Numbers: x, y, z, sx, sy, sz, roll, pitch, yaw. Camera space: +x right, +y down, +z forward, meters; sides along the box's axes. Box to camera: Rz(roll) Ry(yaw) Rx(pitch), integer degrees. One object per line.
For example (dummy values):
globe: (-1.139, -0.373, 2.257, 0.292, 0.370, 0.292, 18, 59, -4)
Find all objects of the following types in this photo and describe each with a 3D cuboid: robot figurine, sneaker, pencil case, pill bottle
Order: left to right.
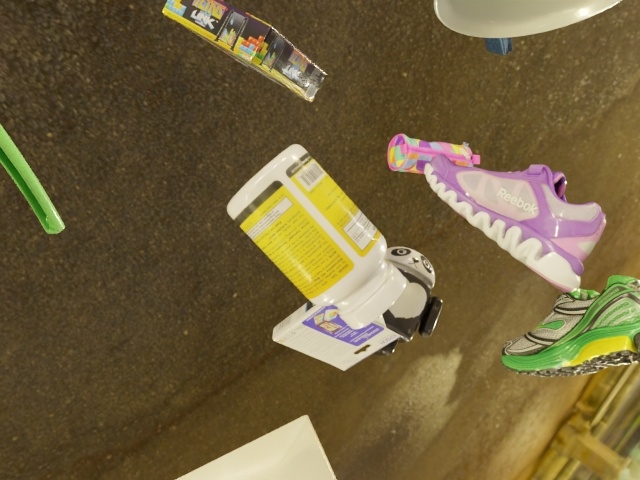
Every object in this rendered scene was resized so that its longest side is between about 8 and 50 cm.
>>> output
pill bottle: (0.000, 0.000, 0.979, 0.188, 0.334, 0.188, -42, -174, 5)
robot figurine: (0.182, 0.150, 1.315, 0.209, 0.174, 0.278, 43, 67, -41)
pencil case: (0.292, -0.217, 1.359, 0.237, 0.104, 0.104, 1, 119, -25)
sneaker: (0.223, -0.047, 0.600, 0.095, 0.236, 0.104, 21, 109, -47)
sneaker: (0.463, 0.166, 0.948, 0.134, 0.146, 0.343, 8, 153, -23)

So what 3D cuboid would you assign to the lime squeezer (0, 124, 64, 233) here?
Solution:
lime squeezer: (-0.268, -0.112, 0.307, 0.059, 0.109, 0.310, -20, 150, 19)

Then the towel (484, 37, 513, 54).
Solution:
towel: (0.359, -0.442, 1.073, 0.029, 0.067, 0.119, -39, 131, -10)

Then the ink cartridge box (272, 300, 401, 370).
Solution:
ink cartridge box: (0.035, 0.203, 1.161, 0.208, 0.045, 0.206, 29, 131, -24)

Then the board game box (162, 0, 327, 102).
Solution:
board game box: (-0.085, -0.242, 0.645, 0.048, 0.141, 0.170, -59, 162, 11)

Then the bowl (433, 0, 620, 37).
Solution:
bowl: (0.310, -0.421, 0.746, 0.298, 0.298, 0.133, 3, 84, -48)

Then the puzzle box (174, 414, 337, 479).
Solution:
puzzle box: (-0.059, 0.534, 0.840, 0.272, 0.408, 0.052, -24, 162, -5)
